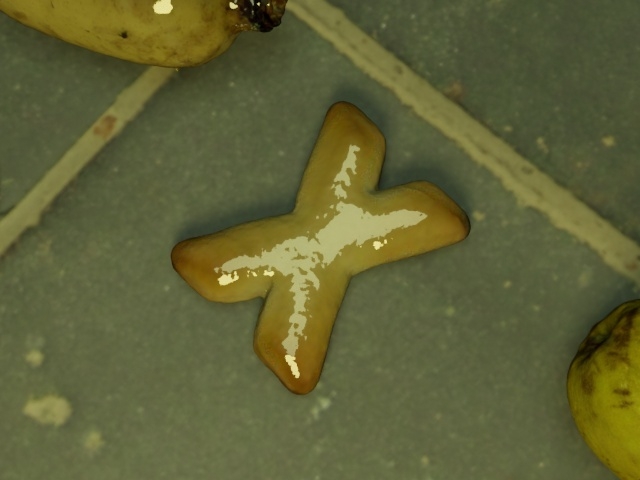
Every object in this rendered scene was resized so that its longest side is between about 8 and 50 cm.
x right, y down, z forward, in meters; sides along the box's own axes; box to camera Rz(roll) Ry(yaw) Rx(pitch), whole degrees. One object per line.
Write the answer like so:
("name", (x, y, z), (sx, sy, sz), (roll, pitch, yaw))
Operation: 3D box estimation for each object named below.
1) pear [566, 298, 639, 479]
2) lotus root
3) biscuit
("pear", (0.269, 0.119, 1.059), (0.162, 0.149, 0.149), (36, 78, 10))
("lotus root", (-0.161, -0.233, 1.162), (0.284, 0.146, 0.160), (17, 95, 12))
("biscuit", (0.001, 0.001, 1.145), (0.208, 0.047, 0.164), (-43, 78, -10))
